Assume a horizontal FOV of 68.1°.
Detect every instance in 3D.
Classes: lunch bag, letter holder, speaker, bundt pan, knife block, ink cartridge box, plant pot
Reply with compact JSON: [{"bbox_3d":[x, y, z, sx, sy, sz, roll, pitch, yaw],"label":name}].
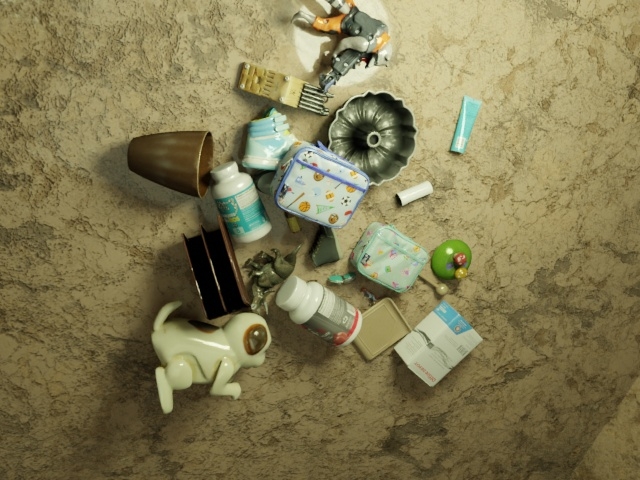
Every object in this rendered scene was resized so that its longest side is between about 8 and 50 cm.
[{"bbox_3d":[0.271,0.062,1.861,0.279,0.108,0.223,29,100,-23],"label":"lunch bag"},{"bbox_3d":[-0.350,0.093,1.566,0.152,0.214,0.301,-17,80,-9],"label":"letter holder"},{"bbox_3d":[0.360,-0.181,1.826,0.136,0.055,0.055,-23,114,-7],"label":"speaker"},{"bbox_3d":[-0.004,-0.185,1.555,0.304,0.115,0.243,21,112,-28],"label":"lunch bag"},{"bbox_3d":[0.167,-0.361,1.667,0.332,0.124,0.330,-5,110,-14],"label":"bundt pan"},{"bbox_3d":[-0.100,-0.494,1.576,0.276,0.242,0.088,24,105,24],"label":"knife block"},{"bbox_3d":[0.509,0.449,2.052,0.307,0.129,0.223,-44,122,3],"label":"ink cartridge box"},{"bbox_3d":[-0.475,-0.253,1.495,0.231,0.215,0.215,7,108,-3],"label":"plant pot"}]

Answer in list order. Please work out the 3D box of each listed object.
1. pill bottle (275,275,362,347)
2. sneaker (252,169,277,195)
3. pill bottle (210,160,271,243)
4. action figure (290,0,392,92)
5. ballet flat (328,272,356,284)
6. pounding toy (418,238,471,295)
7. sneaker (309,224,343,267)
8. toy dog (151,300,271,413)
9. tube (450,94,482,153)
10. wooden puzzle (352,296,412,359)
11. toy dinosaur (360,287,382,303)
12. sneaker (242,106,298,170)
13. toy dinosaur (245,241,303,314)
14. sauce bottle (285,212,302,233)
[{"bbox_3d":[-0.008,0.268,1.820,0.319,0.176,0.176,35,97,-24],"label":"pill bottle"},{"bbox_3d":[-0.103,-0.184,1.665,0.272,0.108,0.100,13,107,-18],"label":"sneaker"},{"bbox_3d":[-0.278,-0.131,1.613,0.146,0.146,0.263,-25,114,-6],"label":"pill bottle"},{"bbox_3d":[0.078,-0.640,1.474,0.330,0.178,0.341,34,71,-7],"label":"action figure"},{"bbox_3d":[0.088,0.157,1.884,0.115,0.041,0.041,-9,112,-12],"label":"ballet flat"},{"bbox_3d":[0.545,0.116,1.958,0.183,0.110,0.237,40,95,-24],"label":"pounding toy"},{"bbox_3d":[0.000,0.000,1.775,0.118,0.083,0.221,-23,115,-6],"label":"sneaker"},{"bbox_3d":[-0.385,0.387,1.735,0.409,0.284,0.394,-10,92,-13],"label":"toy dog"},{"bbox_3d":[0.547,-0.435,1.792,0.080,0.052,0.206,11,101,-24],"label":"tube"},{"bbox_3d":[0.241,0.372,2.008,0.239,0.044,0.220,-33,116,3],"label":"wooden puzzle"},{"bbox_3d":[0.200,0.224,1.951,0.090,0.047,0.082,-34,109,-39],"label":"toy dinosaur"},{"bbox_3d":[-0.102,-0.340,1.602,0.319,0.127,0.207,-2,99,-28],"label":"sneaker"},{"bbox_3d":[-0.175,0.112,1.767,0.313,0.121,0.160,-45,127,-1],"label":"toy dinosaur"},{"bbox_3d":[-0.106,-0.088,1.736,0.042,0.042,0.128,-22,112,-7],"label":"sauce bottle"}]
